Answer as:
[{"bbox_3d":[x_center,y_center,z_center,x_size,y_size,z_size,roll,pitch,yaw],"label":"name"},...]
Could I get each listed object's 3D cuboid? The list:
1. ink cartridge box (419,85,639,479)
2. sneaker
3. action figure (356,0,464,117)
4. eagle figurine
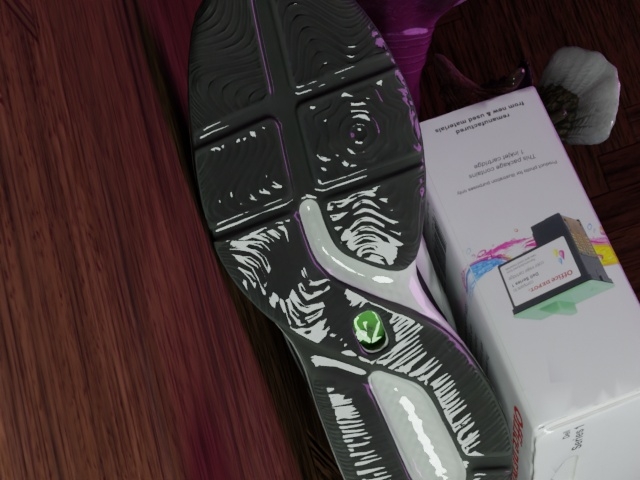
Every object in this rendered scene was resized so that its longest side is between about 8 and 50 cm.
[{"bbox_3d":[0.167,0.055,1.489,0.201,0.117,0.278,81,-11,-61],"label":"ink cartridge box"},{"bbox_3d":[-0.001,0.001,1.464,0.257,0.169,0.447,-139,-151,-77],"label":"sneaker"},{"bbox_3d":[0.073,-0.216,1.897,0.248,0.276,0.370,-72,171,-66],"label":"action figure"},{"bbox_3d":[0.160,-0.070,1.821,0.226,0.225,0.298,-62,162,-12],"label":"eagle figurine"}]
